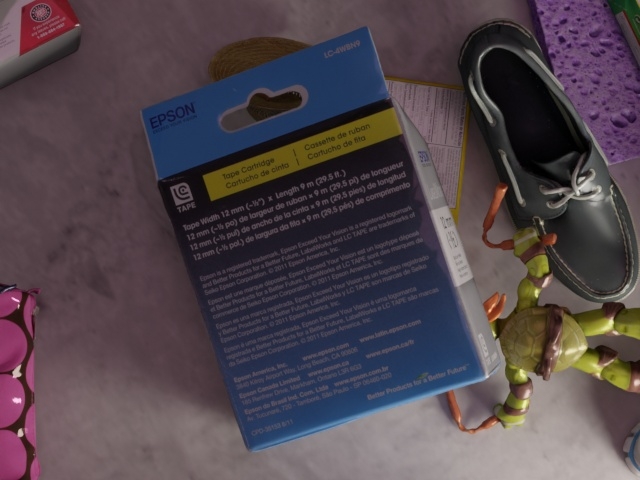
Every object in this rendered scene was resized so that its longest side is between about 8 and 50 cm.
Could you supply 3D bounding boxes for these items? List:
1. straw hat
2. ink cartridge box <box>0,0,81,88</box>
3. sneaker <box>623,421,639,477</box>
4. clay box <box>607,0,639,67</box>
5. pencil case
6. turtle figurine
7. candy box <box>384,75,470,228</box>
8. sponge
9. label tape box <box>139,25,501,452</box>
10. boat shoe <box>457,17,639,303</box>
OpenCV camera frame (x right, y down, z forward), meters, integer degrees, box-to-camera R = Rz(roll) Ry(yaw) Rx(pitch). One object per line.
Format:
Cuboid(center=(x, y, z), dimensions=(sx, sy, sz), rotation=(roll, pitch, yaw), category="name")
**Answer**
Cuboid(center=(-0.042, -0.143, 1.671), dimensions=(0.144, 0.144, 0.061), rotation=(-1, 129, -8), category="straw hat")
Cuboid(center=(-0.328, -0.244, 1.604), dimensions=(0.128, 0.127, 0.176), rotation=(-28, 91, -10), category="ink cartridge box")
Cuboid(center=(0.387, 0.163, 1.707), dimensions=(0.071, 0.083, 0.190), rotation=(30, 81, -3), category="sneaker")
Cuboid(center=(0.419, -0.246, 1.738), dimensions=(0.222, 0.053, 0.127), rotation=(-26, 91, -23), category="clay box")
Cuboid(center=(-0.316, 0.145, 1.603), dimensions=(0.098, 0.095, 0.209), rotation=(0, 89, -25), category="pencil case")
Cuboid(center=(0.237, 0.082, 1.650), dimensions=(0.217, 0.087, 0.269), rotation=(5, 107, -2), category="turtle figurine")
Cuboid(center=(0.093, -0.062, 1.705), dimensions=(0.105, 0.027, 0.205), rotation=(8, 86, -10), category="candy box")
Cuboid(center=(0.294, -0.184, 1.741), dimensions=(0.117, 0.031, 0.210), rotation=(-14, 89, -9), category="sponge")
Cuboid(center=(0.000, 0.000, 1.605), dimensions=(0.249, 0.115, 0.347), rotation=(-19, 87, 15), category="label tape box")
Cuboid(center=(0.229, -0.070, 1.668), dimensions=(0.116, 0.099, 0.319), rotation=(-25, 98, 10), category="boat shoe")
